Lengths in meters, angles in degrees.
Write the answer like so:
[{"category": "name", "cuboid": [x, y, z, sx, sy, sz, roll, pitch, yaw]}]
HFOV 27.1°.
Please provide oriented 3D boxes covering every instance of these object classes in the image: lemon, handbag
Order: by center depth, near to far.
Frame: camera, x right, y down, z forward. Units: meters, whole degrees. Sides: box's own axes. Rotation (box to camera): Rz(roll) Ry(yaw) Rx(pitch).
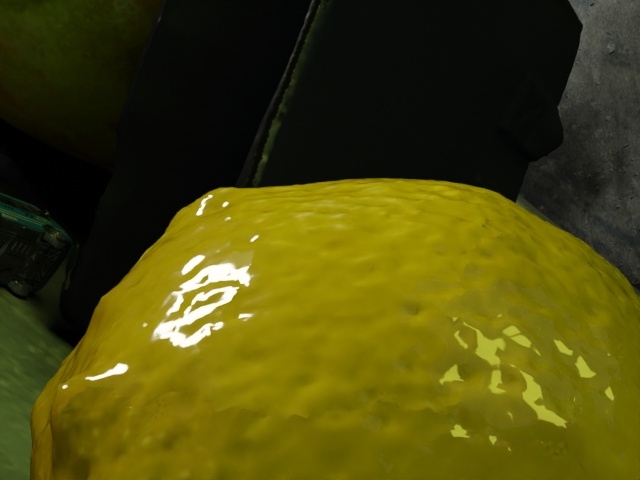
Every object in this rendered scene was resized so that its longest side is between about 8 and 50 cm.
[{"category": "lemon", "cuboid": [0.018, 0.093, 0.442, 0.233, 0.233, 0.288, 36, 21, -17]}, {"category": "handbag", "cuboid": [0.024, -0.047, 0.777, 0.122, 0.303, 0.329, 19, -3, 32]}]

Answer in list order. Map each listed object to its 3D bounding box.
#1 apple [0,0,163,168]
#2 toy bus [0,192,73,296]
[{"category": "apple", "cuboid": [-0.126, -0.219, 0.885, 0.339, 0.339, 0.339, 38, 12, -9]}, {"category": "toy bus", "cuboid": [-0.169, -0.004, 0.674, 0.046, 0.038, 0.083, 44, 11, 33]}]
